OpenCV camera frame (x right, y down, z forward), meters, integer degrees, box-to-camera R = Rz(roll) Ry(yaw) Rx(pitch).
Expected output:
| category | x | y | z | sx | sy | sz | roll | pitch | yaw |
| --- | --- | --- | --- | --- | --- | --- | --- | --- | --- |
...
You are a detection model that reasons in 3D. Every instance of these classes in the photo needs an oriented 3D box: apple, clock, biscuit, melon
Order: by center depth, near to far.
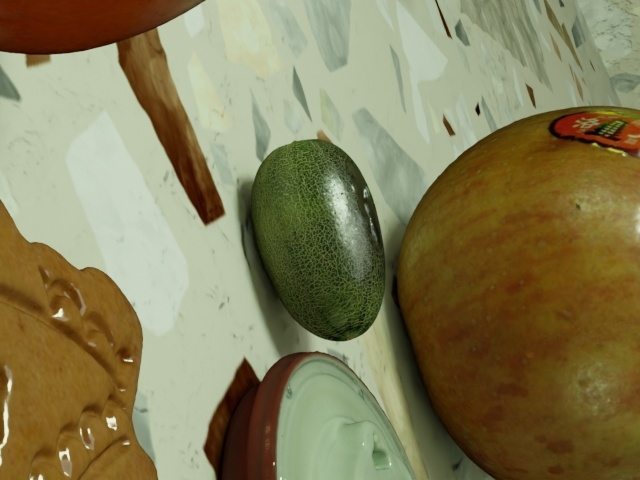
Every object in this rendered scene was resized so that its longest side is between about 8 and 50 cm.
| category | x | y | z | sx | sy | sz | roll | pitch | yaw |
| --- | --- | --- | --- | --- | --- | --- | --- | --- | --- |
| biscuit | -0.140 | 0.120 | 0.723 | 0.284 | 0.043 | 0.306 | 0 | 72 | -69 |
| clock | 0.033 | 0.230 | 1.041 | 0.318 | 0.080 | 0.318 | 52 | 28 | -43 |
| melon | 0.000 | 0.000 | 1.134 | 0.099 | 0.099 | 0.162 | 17 | 55 | -67 |
| apple | 0.250 | 0.062 | 1.443 | 0.400 | 0.333 | 0.400 | -2 | 93 | -64 |

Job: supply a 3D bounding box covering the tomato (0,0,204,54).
| category | x | y | z | sx | sy | sz | roll | pitch | yaw |
| --- | --- | --- | --- | --- | --- | --- | --- | --- | --- |
| tomato | -0.140 | -0.245 | 0.702 | 0.321 | 0.321 | 0.321 | 53 | 26 | -42 |
